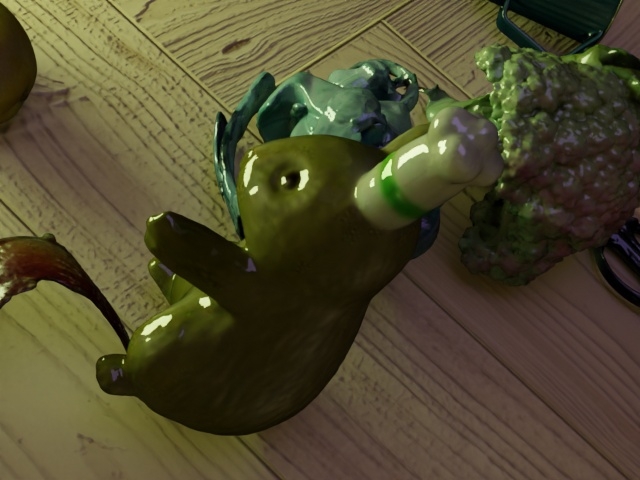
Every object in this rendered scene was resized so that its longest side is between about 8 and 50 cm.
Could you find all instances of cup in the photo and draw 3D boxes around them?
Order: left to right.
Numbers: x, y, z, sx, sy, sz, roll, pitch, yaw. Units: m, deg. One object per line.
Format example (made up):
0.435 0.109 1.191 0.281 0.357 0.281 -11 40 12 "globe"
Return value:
0.270 -0.297 1.322 0.155 0.131 0.176 21 77 -1 "cup"

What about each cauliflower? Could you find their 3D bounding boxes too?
0.202 -0.097 1.114 0.256 0.238 0.315 -25 28 -35 "cauliflower"

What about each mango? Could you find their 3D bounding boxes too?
-0.342 -0.181 1.017 0.195 0.092 0.130 31 53 13 "mango"

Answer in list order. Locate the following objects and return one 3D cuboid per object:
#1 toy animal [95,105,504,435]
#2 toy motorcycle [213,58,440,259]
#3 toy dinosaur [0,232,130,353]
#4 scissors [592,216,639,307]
-0.019 -0.006 0.840 0.180 0.363 0.181 34 30 -2 "toy animal"
0.004 -0.073 1.045 0.206 0.154 0.260 -8 49 1 "toy motorcycle"
-0.318 0.073 0.851 0.207 0.112 0.327 30 34 34 "toy dinosaur"
0.280 -0.048 1.203 0.109 0.022 0.300 -23 67 -36 "scissors"
